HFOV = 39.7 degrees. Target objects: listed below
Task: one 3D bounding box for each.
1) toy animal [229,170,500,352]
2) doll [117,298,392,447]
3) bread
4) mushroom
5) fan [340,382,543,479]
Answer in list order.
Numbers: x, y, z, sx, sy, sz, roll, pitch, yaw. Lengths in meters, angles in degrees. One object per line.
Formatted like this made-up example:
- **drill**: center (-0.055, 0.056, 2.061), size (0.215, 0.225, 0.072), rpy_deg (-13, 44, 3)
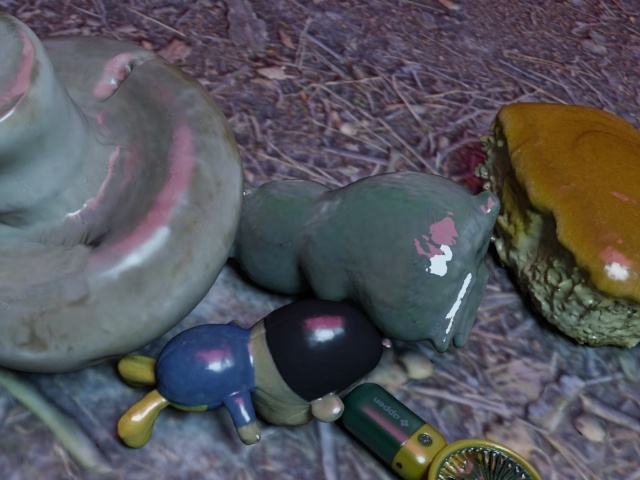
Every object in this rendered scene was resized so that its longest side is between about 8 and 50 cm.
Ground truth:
- **toy animal**: center (0.002, -0.002, 0.664), size (0.251, 0.125, 0.127), rpy_deg (19, 60, 21)
- **doll**: center (-0.041, 0.087, 0.580), size (0.179, 0.089, 0.102), rpy_deg (-13, 45, 0)
- **bread**: center (0.238, -0.017, 0.758), size (0.174, 0.121, 0.245), rpy_deg (0, 42, -17)
- **mushroom**: center (-0.171, -0.049, 0.554), size (0.243, 0.243, 0.243), rpy_deg (10, 42, -9)
- **fan**: center (0.076, 0.149, 0.579), size (0.155, 0.039, 0.082), rpy_deg (38, 45, 23)
